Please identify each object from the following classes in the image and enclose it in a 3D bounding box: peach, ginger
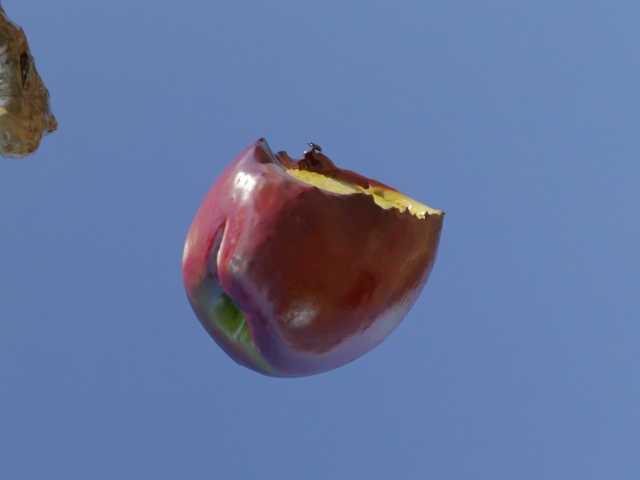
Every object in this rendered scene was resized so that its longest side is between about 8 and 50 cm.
[{"bbox_3d":[0.000,0.000,1.273,0.226,0.190,0.196,-40,-79,-31],"label":"peach"},{"bbox_3d":[-0.264,-0.186,1.166,0.089,0.075,0.288,-11,-108,-43],"label":"ginger"}]
